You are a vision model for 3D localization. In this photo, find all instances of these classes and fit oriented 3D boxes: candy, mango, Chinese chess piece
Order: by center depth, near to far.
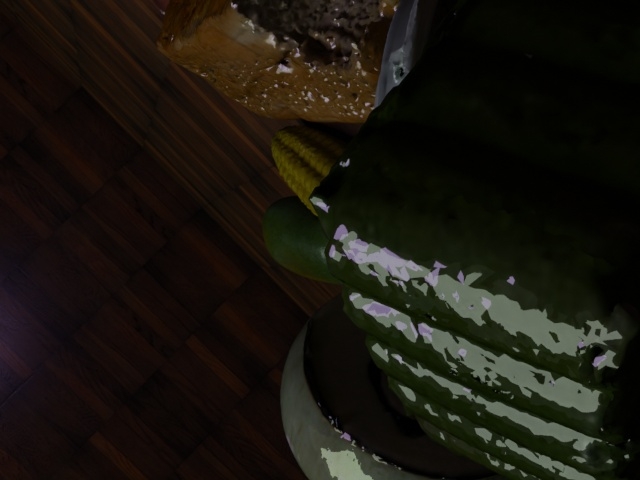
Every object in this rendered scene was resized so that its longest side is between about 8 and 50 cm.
[{"bbox_3d":[-0.001,-0.094,1.151,0.106,0.094,0.199,7,-156,-37],"label":"candy"},{"bbox_3d":[0.122,0.205,1.185,0.349,0.349,0.146,40,136,23],"label":"Chinese chess piece"},{"bbox_3d":[0.000,0.000,1.481,0.251,0.114,0.156,11,137,50],"label":"mango"}]

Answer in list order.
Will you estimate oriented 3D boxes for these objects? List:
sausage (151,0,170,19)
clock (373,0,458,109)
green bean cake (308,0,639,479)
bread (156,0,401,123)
[{"bbox_3d":[-0.154,-0.296,0.965,0.088,0.088,0.433,39,168,26],"label":"sausage"},{"bbox_3d":[0.082,-0.065,0.588,0.053,0.237,0.236,3,148,26],"label":"clock"},{"bbox_3d":[0.138,-0.015,0.446,0.156,0.250,0.247,23,158,34],"label":"green bean cake"},{"bbox_3d":[-0.031,-0.187,0.809,0.185,0.109,0.380,34,174,-25],"label":"bread"}]
